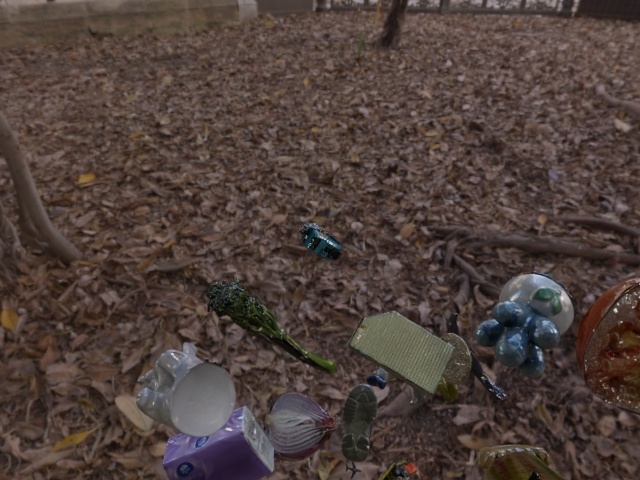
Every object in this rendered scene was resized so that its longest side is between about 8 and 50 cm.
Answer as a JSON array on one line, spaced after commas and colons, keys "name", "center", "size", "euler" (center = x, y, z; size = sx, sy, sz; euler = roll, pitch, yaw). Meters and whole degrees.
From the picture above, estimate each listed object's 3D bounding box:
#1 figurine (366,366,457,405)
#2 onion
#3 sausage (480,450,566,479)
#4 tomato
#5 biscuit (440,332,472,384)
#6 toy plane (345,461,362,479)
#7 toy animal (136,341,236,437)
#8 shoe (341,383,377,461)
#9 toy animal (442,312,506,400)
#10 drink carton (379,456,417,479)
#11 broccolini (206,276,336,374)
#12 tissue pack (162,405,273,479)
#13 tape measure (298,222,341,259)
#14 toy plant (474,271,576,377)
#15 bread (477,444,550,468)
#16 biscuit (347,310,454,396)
[{"name": "figurine", "center": [0.355, 0.540, 1.905], "size": [0.337, 0.204, 0.284], "euler": [-5, 76, -10]}, {"name": "onion", "center": [-0.052, 0.772, 1.867], "size": [0.348, 0.159, 0.267], "euler": [-4, 49, 26]}, {"name": "sausage", "center": [0.254, 0.327, 0.571], "size": [0.117, 0.317, 0.125], "euler": [5, 76, 15]}, {"name": "tomato", "center": [0.732, 0.223, 1.040], "size": [0.337, 0.339, 0.144], "euler": [0, 10, -1]}, {"name": "biscuit", "center": [0.390, 0.347, 1.351], "size": [0.020, 0.152, 0.152], "euler": [4, 30, -27]}, {"name": "toy plane", "center": [0.130, 0.905, 1.818], "size": [0.024, 0.078, 0.084], "euler": [12, -16, -39]}, {"name": "toy animal", "center": [-0.229, 0.214, 0.707], "size": [0.130, 0.104, 0.220], "euler": [19, -12, -33]}, {"name": "shoe", "center": [0.089, 0.393, 1.024], "size": [0.071, 0.169, 0.099], "euler": [8, 4, 10]}, {"name": "toy animal", "center": [0.476, 0.393, 1.589], "size": [0.081, 0.367, 0.205], "euler": [-39, 15, -25]}, {"name": "drink carton", "center": [0.194, 0.682, 1.273], "size": [0.071, 0.166, 0.056], "euler": [5, 32, -51]}, {"name": "broccolini", "center": [-0.052, 0.125, 0.614], "size": [0.051, 0.239, 0.054], "euler": [-13, 47, 42]}, {"name": "tissue pack", "center": [-0.362, 0.785, 1.674], "size": [0.338, 0.242, 0.160], "euler": [-25, 24, 6]}, {"name": "tape measure", "center": [0.000, 0.000, 1.410], "size": [0.146, 0.081, 0.125], "euler": [30, 13, -33]}, {"name": "toy plant", "center": [0.608, 0.266, 1.386], "size": [0.247, 0.247, 0.332], "euler": [25, 38, 32]}, {"name": "bread", "center": [0.623, 0.716, 1.502], "size": [0.224, 0.134, 0.081], "euler": [-4, 73, -3]}, {"name": "biscuit", "center": [0.207, 0.277, 1.193], "size": [0.252, 0.052, 0.150], "euler": [30, 65, 4]}]
